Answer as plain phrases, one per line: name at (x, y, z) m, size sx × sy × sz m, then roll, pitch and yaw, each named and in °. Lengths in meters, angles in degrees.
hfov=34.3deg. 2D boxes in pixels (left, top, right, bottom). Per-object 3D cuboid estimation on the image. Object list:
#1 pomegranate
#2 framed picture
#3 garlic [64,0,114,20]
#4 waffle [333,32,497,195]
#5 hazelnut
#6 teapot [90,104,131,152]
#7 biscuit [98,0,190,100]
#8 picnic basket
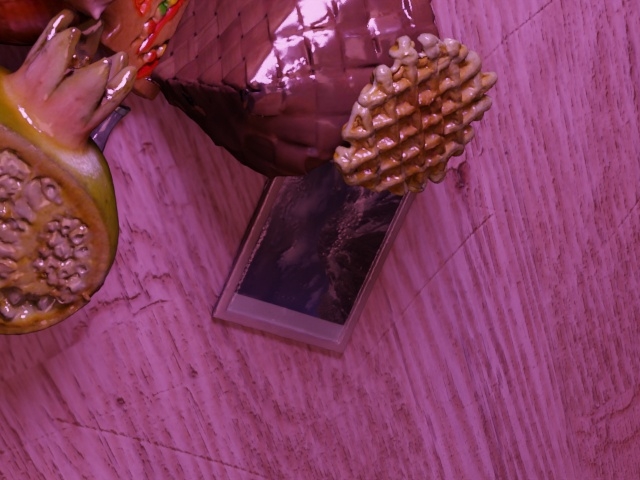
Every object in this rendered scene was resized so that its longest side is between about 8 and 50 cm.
pomegranate at (-0.329, -0.087, 1.043) m, size 0.309 × 0.216 × 0.358 m, roll 37°, pitch 103°, yaw -29°
framed picture at (0.000, 0.000, 1.348) m, size 0.208 × 0.019 × 0.281 m, roll 17°, pitch 102°, yaw -28°
garlic at (-0.267, -0.351, 0.970) m, size 0.143 × 0.112 × 0.318 m, roll -26°, pitch 85°, yaw -3°
waffle at (0.096, -0.120, 1.015) m, size 0.183 × 0.036 × 0.169 m, roll 5°, pitch 120°, yaw -49°
hazelnut at (-0.297, -0.260, 1.058) m, size 0.154 × 0.143 × 0.143 m, roll -22°, pitch 117°, yaw -7°
teapot at (-0.259, -0.113, 1.179) m, size 0.042 × 0.043 × 0.111 m, roll 33°, pitch 90°, yaw -30°
biscuit at (-0.179, -0.251, 1.104) m, size 0.212 × 0.041 × 0.239 m, roll -52°, pitch 156°, yaw -46°
picnic basket at (0.032, -0.206, 1.130) m, size 0.337 × 0.293 × 0.337 m, roll -9°, pitch 106°, yaw -34°
